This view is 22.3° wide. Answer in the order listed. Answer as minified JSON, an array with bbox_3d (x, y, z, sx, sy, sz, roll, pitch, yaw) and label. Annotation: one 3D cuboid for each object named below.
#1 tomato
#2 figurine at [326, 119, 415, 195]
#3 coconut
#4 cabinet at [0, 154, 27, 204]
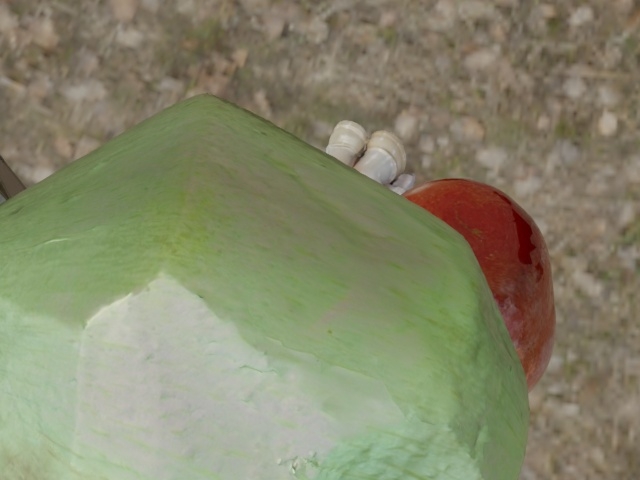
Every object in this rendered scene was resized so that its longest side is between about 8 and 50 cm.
[{"bbox_3d":[0.101,0.048,1.217,0.151,0.187,0.187,-8,133,18],"label":"tomato"},{"bbox_3d":[-0.005,0.006,1.607,0.182,0.256,0.144,26,134,10],"label":"figurine"},{"bbox_3d":[-0.068,0.083,0.833,0.328,0.281,0.328,7,134,8],"label":"coconut"},{"bbox_3d":[-0.300,-0.001,1.259,0.148,0.175,0.215,-35,132,-3],"label":"cabinet"}]
